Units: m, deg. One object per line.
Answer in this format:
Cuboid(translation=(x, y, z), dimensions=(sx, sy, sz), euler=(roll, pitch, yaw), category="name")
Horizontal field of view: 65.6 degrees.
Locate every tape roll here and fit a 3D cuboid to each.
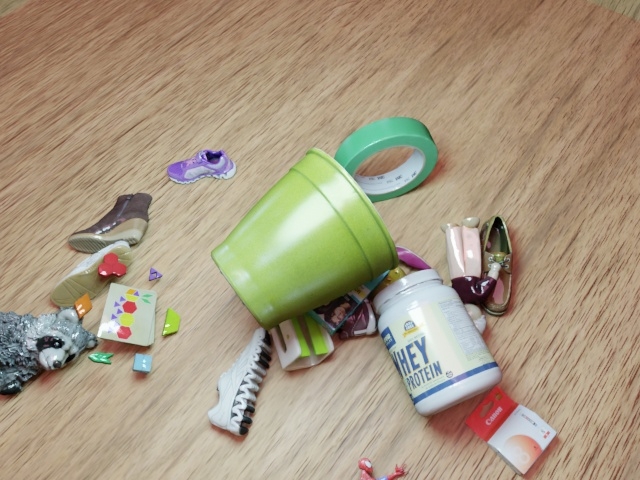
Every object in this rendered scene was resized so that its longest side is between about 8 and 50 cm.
Cuboid(translation=(0.202, -0.244, 1.551), dimensions=(0.321, 0.321, 0.077), euler=(-13, 61, -5), category="tape roll")

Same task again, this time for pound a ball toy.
Cuboid(translation=(-0.124, 0.202, 1.401), dimensions=(0.208, 0.136, 0.319), euler=(2, 53, -39), category="pound a ball toy")

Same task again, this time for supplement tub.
Cuboid(translation=(0.294, 0.264, 1.303), dimensions=(0.235, 0.235, 0.325), euler=(-21, 65, -9), category="supplement tub")

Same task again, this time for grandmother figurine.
Cuboid(translation=(0.418, 0.114, 1.446), dimensions=(0.104, 0.208, 0.342), euler=(17, 62, -40), category="grandmother figurine")

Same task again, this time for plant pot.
Cuboid(translation=(0.203, 0.122, 1.474), dimensions=(0.134, 0.095, 0.134), euler=(-1, 61, 2), category="plant pot")
Cuboid(translation=(-0.061, 0.025, 1.220), dimensions=(0.353, 0.366, 0.366), euler=(-36, 65, -8), category="plant pot")

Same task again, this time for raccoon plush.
Cuboid(translation=(-0.851, 0.219, 1.414), dimensions=(0.299, 0.216, 0.446), euler=(-31, 63, -23), category="raccoon plush")

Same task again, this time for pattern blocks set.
Cuboid(translation=(-0.546, 0.209, 1.418), dimensions=(0.285, 0.026, 0.325), euler=(24, 48, -20), category="pattern blocks set")

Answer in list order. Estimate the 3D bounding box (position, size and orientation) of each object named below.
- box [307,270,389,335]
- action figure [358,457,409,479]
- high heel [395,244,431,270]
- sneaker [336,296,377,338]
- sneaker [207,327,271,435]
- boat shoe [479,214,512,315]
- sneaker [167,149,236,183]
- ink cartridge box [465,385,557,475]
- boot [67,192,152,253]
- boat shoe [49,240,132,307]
Cuboid(translation=(0.078, 0.137, 1.373), dimensions=(0.100, 0.060, 0.244), euler=(41, 69, 13), category="box")
Cuboid(translation=(0.184, 0.648, 1.184), dimensions=(0.139, 0.091, 0.280), euler=(-24, 63, -3), category="action figure")
Cuboid(translation=(0.214, 0.060, 1.535), dimensions=(0.244, 0.082, 0.117), euler=(29, 94, 4), category="high heel")
Cuboid(translation=(0.052, 0.158, 1.458), dimensions=(0.162, 0.106, 0.281), euler=(-17, 62, -4), category="sneaker")
Cuboid(translation=(-0.217, 0.370, 1.353), dimensions=(0.118, 0.110, 0.292), euler=(8, 60, 18), category="sneaker")
Cuboid(translation=(0.518, 0.066, 1.487), dimensions=(0.110, 0.104, 0.307), euler=(2, 61, 4), category="boat shoe")
Cuboid(translation=(-0.417, -0.266, 1.714), dimensions=(0.236, 0.104, 0.095), euler=(-7, 62, 0), category="sneaker")
Cuboid(translation=(0.493, 0.486, 1.288), dimensions=(0.145, 0.045, 0.179), euler=(-40, 69, -19), category="ink cartridge box")
Cuboid(translation=(-0.687, -0.063, 1.640), dimensions=(0.248, 0.090, 0.207), euler=(-6, 48, 1), category="boot")
Cuboid(translation=(-0.702, 0.101, 1.534), dimensions=(0.277, 0.098, 0.096), euler=(-35, 31, -5), category="boat shoe")
